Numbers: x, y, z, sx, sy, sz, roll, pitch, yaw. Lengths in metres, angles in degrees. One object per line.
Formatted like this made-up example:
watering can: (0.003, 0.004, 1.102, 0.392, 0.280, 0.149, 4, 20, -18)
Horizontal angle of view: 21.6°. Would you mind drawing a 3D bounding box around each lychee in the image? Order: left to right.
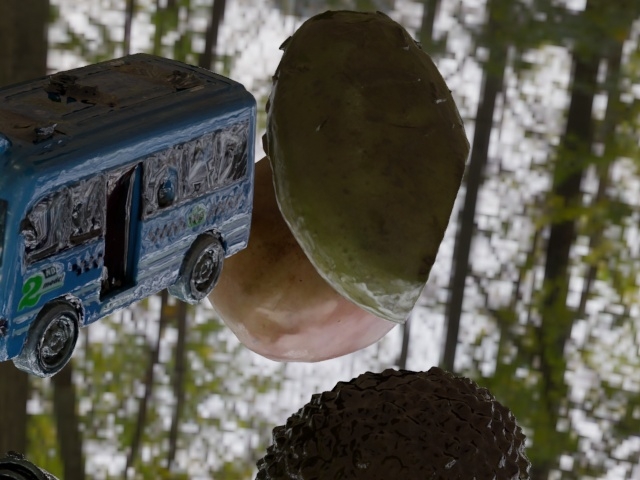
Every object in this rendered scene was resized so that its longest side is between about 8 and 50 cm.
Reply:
lychee: (0.045, 0.147, 0.957, 0.171, 0.171, 0.171, 5, -160, -2)

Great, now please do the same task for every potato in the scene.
potato: (0.042, -0.064, 1.421, 0.176, 0.141, 0.298, 0, -117, -13)

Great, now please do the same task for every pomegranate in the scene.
pomegranate: (0.000, 0.000, 1.771, 0.252, 0.270, 0.229, -26, -106, -21)

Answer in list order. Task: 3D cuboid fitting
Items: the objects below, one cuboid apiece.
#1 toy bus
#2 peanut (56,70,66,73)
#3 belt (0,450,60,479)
toy bus: (-0.140, -0.024, 0.929, 0.113, 0.134, 0.246, 19, -157, 25)
peanut: (-0.200, -0.085, 1.631, 0.263, 0.117, 0.101, 36, -150, 30)
belt: (-0.236, 0.269, 1.223, 0.116, 0.206, 0.267, 45, -167, -33)
